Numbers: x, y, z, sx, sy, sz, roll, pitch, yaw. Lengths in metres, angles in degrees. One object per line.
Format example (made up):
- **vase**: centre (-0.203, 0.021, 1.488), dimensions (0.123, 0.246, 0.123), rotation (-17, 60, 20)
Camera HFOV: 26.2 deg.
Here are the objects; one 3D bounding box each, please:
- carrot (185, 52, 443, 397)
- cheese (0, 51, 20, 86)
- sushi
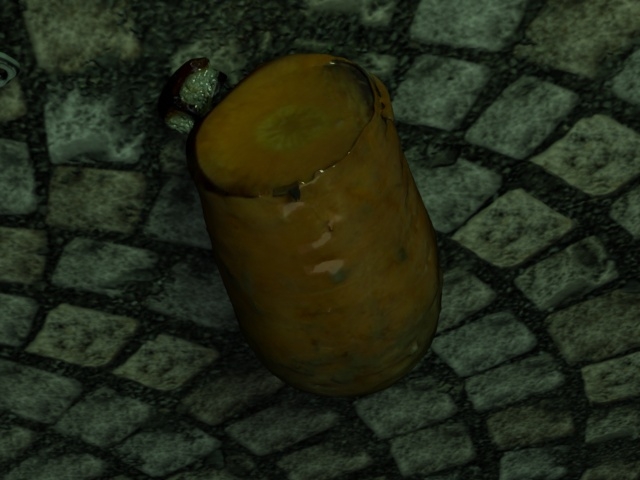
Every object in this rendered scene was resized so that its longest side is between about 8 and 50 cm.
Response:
- **carrot**: centre (0.000, 0.000, 1.351), dimensions (0.224, 0.224, 0.341), rotation (-16, 136, 8)
- **cheese**: centre (-0.337, -0.188, 1.200), dimensions (0.171, 0.048, 0.092), rotation (15, 137, -25)
- **sushi**: centre (-0.124, -0.142, 1.310), dimensions (0.046, 0.044, 0.083), rotation (30, 128, -9)
